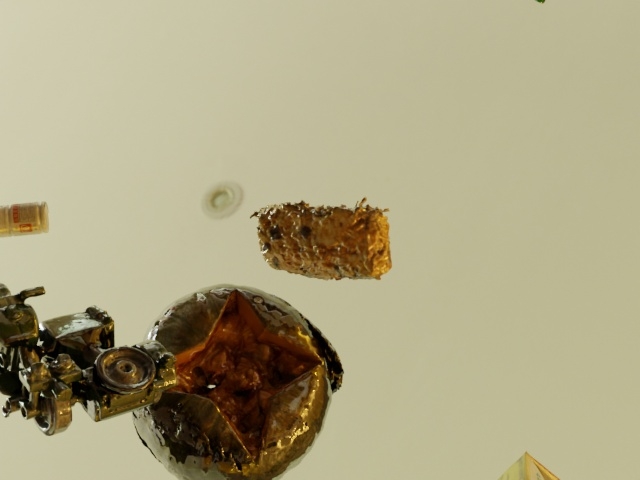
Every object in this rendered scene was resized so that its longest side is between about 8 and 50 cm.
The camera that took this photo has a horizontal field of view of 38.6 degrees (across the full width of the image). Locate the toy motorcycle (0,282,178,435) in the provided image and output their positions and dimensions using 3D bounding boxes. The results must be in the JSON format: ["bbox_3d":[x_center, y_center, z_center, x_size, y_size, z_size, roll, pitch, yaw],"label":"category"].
[{"bbox_3d":[-0.319,0.139,1.160,0.205,0.127,0.275,-13,-143,-39],"label":"toy motorcycle"}]

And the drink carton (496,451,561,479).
[{"bbox_3d":[0.239,0.491,1.330,0.155,0.111,0.351,39,-73,3],"label":"drink carton"}]

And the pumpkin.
[{"bbox_3d":[-0.134,0.217,1.368,0.321,0.192,0.320,6,-116,-12],"label":"pumpkin"}]

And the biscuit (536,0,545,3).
[{"bbox_3d":[0.163,-0.230,0.740,0.016,0.046,0.089,-28,-126,22],"label":"biscuit"}]

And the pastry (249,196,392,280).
[{"bbox_3d":[0.000,0.000,0.866,0.140,0.056,0.080,-3,-87,35],"label":"pastry"}]

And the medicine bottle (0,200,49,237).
[{"bbox_3d":[-0.507,-0.035,1.545,0.089,0.057,0.057,-6,-125,-10],"label":"medicine bottle"}]
